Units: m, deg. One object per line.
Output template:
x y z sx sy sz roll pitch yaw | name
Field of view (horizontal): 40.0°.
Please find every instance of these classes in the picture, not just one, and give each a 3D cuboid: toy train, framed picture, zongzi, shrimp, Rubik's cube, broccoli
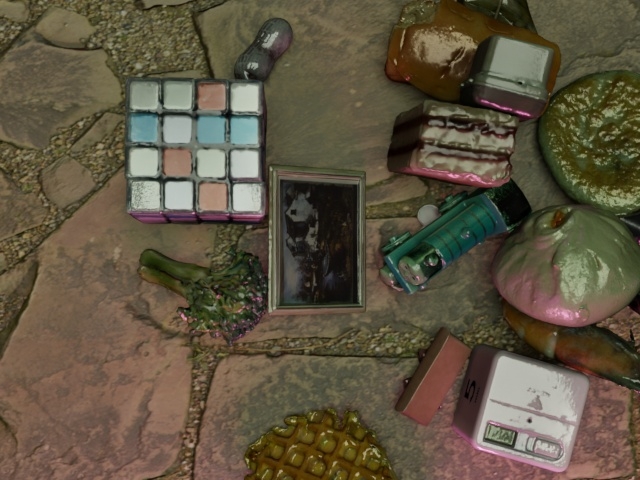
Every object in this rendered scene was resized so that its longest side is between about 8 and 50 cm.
0.252 -0.008 1.708 0.298 0.194 0.120 -35 94 -20 | toy train
0.000 0.000 1.752 0.232 0.019 0.296 0 88 -31 | framed picture
0.405 -0.527 1.812 0.204 0.094 0.205 24 86 -6 | zongzi
0.556 0.166 1.679 0.272 0.445 0.085 -33 134 -22 | shrimp
-0.230 -0.161 1.680 0.256 0.259 0.254 1 86 -3 | Rubik's cube
-0.241 0.112 1.708 0.274 0.177 0.199 7 42 4 | broccoli

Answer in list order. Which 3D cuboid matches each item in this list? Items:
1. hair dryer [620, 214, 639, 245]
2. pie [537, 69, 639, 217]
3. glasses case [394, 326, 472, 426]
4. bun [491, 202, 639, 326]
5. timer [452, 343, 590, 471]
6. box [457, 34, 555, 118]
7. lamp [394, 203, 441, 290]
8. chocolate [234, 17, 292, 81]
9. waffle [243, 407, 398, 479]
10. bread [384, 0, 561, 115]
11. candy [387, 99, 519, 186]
0.624 0.041 1.821 0.124 0.071 0.219 23 95 0 | hair dryer
0.598 -0.207 1.805 0.323 0.070 0.323 -1 74 4 | pie
0.230 0.278 1.790 0.102 0.070 0.194 34 84 -29 | glasses case
0.473 0.017 1.684 0.293 0.293 0.187 -11 122 -4 | bun
0.388 0.322 1.724 0.192 0.195 0.194 16 88 -2 | timer
0.338 -0.294 1.606 0.147 0.210 0.129 14 97 0 | box
0.191 0.013 1.800 0.050 0.056 0.198 28 83 1 | lamp
-0.117 -0.380 1.787 0.072 0.072 0.167 33 86 -1 | chocolate
-0.004 0.483 1.702 0.302 0.068 0.325 -24 57 1 | waffle
0.303 -0.364 1.770 0.343 0.149 0.195 18 87 -2 | bread
0.241 -0.178 1.677 0.179 0.320 0.135 10 92 -6 | candy
